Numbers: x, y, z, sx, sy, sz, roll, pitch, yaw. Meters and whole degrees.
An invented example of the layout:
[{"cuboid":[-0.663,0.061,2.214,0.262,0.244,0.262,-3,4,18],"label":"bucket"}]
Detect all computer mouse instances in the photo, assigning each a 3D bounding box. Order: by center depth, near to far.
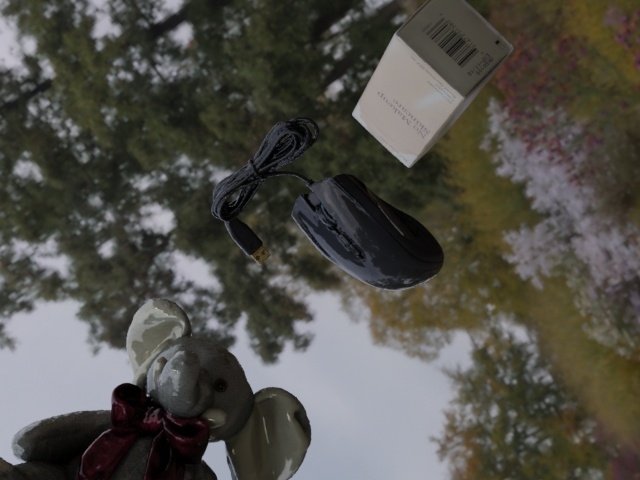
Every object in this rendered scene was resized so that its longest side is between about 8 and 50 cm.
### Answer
[{"cuboid":[0.000,0.000,1.124,0.262,0.184,0.060,41,-146,-22],"label":"computer mouse"}]

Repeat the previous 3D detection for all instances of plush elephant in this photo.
[{"cuboid":[-0.163,0.209,1.066,0.271,0.256,0.330,27,176,9],"label":"plush elephant"}]

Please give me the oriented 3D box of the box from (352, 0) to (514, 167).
[{"cuboid":[0.166,-0.246,1.578,0.148,0.121,0.311,43,162,4],"label":"box"}]
